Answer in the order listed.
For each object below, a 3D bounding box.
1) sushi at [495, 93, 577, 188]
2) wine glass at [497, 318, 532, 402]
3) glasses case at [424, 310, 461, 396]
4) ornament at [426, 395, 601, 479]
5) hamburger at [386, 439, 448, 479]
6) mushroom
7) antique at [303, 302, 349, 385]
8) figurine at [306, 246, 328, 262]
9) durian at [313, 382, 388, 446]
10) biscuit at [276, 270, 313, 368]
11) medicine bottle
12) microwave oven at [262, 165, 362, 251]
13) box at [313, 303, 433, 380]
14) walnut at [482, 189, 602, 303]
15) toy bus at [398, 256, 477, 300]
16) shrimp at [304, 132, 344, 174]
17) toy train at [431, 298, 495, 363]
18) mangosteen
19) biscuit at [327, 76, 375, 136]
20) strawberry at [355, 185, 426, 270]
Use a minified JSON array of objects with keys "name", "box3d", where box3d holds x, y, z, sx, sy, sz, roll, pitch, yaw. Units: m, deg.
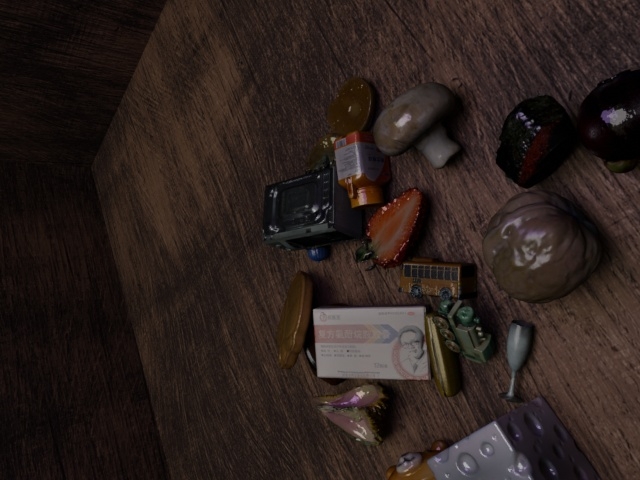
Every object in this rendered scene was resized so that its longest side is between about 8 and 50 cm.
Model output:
[{"name":"sushi","box3d":[0.478,-0.219,1.120,0.126,0.136,0.225,57,174,22]},{"name":"wine glass","box3d":[0.488,0.299,1.239,0.066,0.066,0.197,14,101,46]},{"name":"glasses case","box3d":[0.339,0.313,1.385,0.064,0.079,0.233,-18,79,39]},{"name":"ornament","box3d":[0.449,0.545,1.161,0.239,0.240,0.239,-51,56,35]},{"name":"hamburger","box3d":[0.296,0.673,1.329,0.276,0.277,0.236,-55,43,33]},{"name":"mushroom","box3d":[0.274,-0.293,1.346,0.244,0.244,0.243,3,94,47]},{"name":"antique","box3d":[0.033,0.345,1.679,0.224,0.129,0.277,22,109,41]},{"name":"figurine","box3d":[0.000,0.000,1.748,0.087,0.086,0.149,22,97,20]},{"name":"durian","box3d":[0.120,0.568,1.589,0.305,0.186,0.195,-24,93,49]},{"name":"biscuit","box3d":[-0.100,0.287,1.763,0.311,0.057,0.351,-91,19,-50]},{"name":"medicine bottle","box3d":[0.133,-0.213,1.531,0.112,0.150,0.221,-12,83,46]},{"name":"microwave oven","box3d":[-0.034,-0.097,1.633,0.295,0.181,0.237,-10,72,37]},{"name":"box","box3d":[0.154,0.304,1.502,0.354,0.069,0.214,-4,88,22]},{"name":"walnut","box3d":[0.481,0.015,1.111,0.249,0.249,0.247,3,94,47]},{"name":"toy bus","box3d":[0.320,0.105,1.382,0.201,0.098,0.114,2,91,46]},{"name":"shrimp","box3d":[0.031,-0.254,1.702,0.173,0.058,0.253,49,137,15]},{"name":"toy train","box3d":[0.371,0.231,1.289,0.125,0.080,0.193,12,142,45]},{"name":"mangosteen","box3d":[0.624,-0.221,0.990,0.194,0.194,0.230,-22,98,45]},{"name":"biscuit","box3d":[0.108,-0.424,1.622,0.208,0.049,0.180,-53,56,37]},{"name":"strawberry","box3d":[0.226,-0.020,1.468,0.286,0.106,0.188,-50,43,20]}]
